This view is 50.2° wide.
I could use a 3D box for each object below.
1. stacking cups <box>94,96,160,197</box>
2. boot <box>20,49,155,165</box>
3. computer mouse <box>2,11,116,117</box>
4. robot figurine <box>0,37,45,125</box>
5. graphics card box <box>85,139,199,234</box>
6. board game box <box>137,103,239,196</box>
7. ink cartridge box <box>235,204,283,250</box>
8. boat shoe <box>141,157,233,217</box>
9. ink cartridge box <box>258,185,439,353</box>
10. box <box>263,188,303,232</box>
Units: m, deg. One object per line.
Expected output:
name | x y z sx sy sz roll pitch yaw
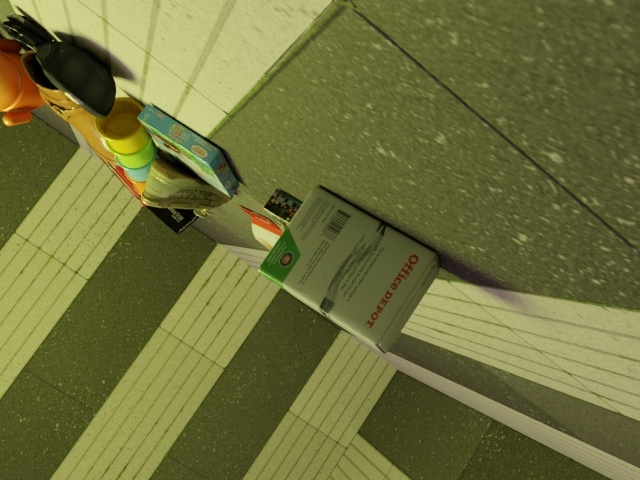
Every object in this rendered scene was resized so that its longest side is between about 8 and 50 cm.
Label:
stacking cups | -0.362 -0.169 1.389 0.096 0.096 0.316 33 164 12
boot | -0.486 -0.278 1.436 0.283 0.109 0.220 40 169 13
computer mouse | -0.417 -0.296 1.152 0.188 0.072 0.272 40 -178 -46
robot figurine | -0.673 -0.345 1.476 0.128 0.158 0.219 32 -162 6
graphics card box | -0.458 -0.158 1.797 0.233 0.094 0.371 47 173 11
board game box | -0.242 -0.164 1.287 0.160 0.039 0.211 33 172 9
ink cartridge box | -0.125 -0.010 1.687 0.145 0.045 0.179 24 169 47
boat shoe | -0.283 -0.105 1.449 0.105 0.089 0.285 34 -173 21
ink cartridge box | 0.043 0.042 0.971 0.208 0.153 0.087 32 172 22
box | 0.000 0.000 1.262 0.159 0.044 0.233 31 171 21
